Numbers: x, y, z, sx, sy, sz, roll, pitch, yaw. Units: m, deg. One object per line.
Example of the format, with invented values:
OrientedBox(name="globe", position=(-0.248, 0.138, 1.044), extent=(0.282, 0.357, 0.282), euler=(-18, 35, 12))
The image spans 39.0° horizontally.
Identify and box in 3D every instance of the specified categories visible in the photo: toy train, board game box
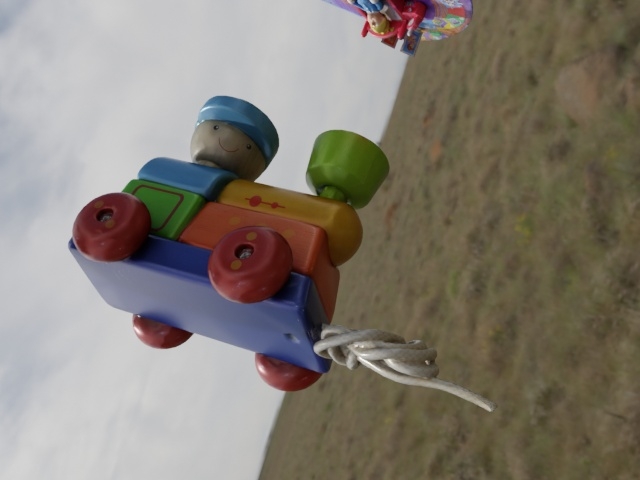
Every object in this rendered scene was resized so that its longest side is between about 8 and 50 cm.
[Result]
OrientedBox(name="toy train", position=(0.000, 0.000, 0.491), extent=(0.143, 0.248, 0.105), euler=(-61, -30, -30))
OrientedBox(name="board game box", position=(0.048, -0.207, 0.788), extent=(0.133, 0.168, 0.033), euler=(143, 147, -76))
